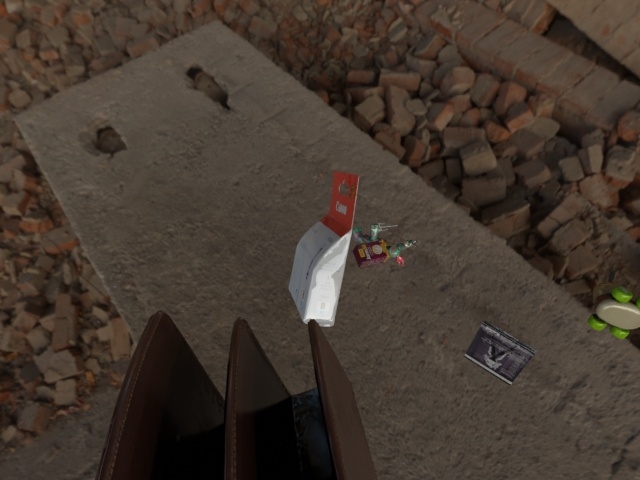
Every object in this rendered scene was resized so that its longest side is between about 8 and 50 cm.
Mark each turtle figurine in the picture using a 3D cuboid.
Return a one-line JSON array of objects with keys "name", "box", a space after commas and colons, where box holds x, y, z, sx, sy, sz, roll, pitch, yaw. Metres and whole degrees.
[{"name": "turtle figurine", "box": [0.222, 0.006, 1.625, 0.234, 0.175, 0.118, 21, 82, 56]}]

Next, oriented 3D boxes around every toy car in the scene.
[{"name": "toy car", "box": [0.947, 0.188, 1.507, 0.148, 0.155, 0.188, 20, 35, 1]}]

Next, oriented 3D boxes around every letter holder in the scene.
[{"name": "letter holder", "box": [-0.048, 0.183, 0.376, 0.152, 0.214, 0.302, -22, 29, 3]}]

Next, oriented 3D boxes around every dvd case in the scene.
[{"name": "dvd case", "box": [0.545, 0.348, 1.437, 0.164, 0.221, 0.018, 31, 55, 23]}]

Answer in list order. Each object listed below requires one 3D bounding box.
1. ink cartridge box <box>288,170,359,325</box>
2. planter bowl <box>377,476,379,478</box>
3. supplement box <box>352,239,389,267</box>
[{"name": "ink cartridge box", "box": [0.000, 0.000, 1.278, 0.091, 0.308, 0.385, 8, 99, -11]}, {"name": "planter bowl", "box": [0.007, 0.449, 0.956, 0.217, 0.217, 0.090, -10, 65, 9]}, {"name": "supplement box", "box": [0.138, 0.036, 1.283, 0.083, 0.043, 0.055, -13, 67, -19]}]
